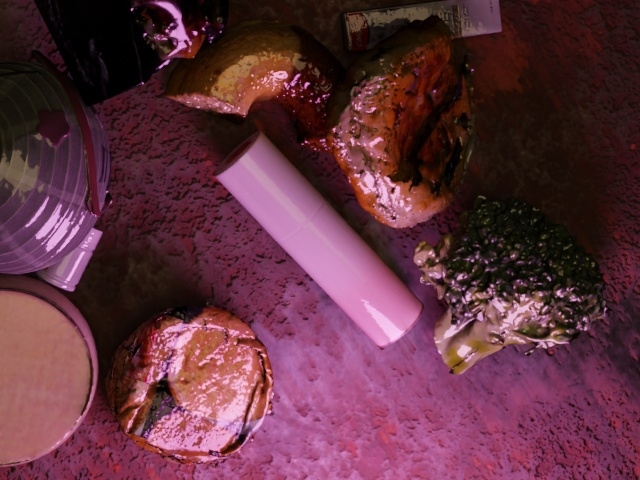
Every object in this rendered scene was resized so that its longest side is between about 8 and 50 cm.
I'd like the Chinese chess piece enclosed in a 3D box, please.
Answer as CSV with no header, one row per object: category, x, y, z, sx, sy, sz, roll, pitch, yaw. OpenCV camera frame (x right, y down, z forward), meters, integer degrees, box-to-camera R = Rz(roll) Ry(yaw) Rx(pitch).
Chinese chess piece,-0.408,0.165,1.887,0.249,0.103,0.250,-2,97,-14

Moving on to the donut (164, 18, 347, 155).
donut,-0.036,-0.204,1.933,0.295,0.112,0.151,19,94,-16

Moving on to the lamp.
lamp,-0.368,-0.093,1.812,0.233,0.233,0.265,-14,81,-12

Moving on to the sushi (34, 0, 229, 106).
sushi,-0.200,-0.319,1.789,0.227,0.212,0.215,-40,107,-53

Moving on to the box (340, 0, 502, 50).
box,0.136,-0.295,2.001,0.218,0.039,0.055,-10,99,-12

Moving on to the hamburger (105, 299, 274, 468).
hamburger,-0.169,0.186,1.947,0.231,0.107,0.231,-1,94,-17

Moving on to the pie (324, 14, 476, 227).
pie,0.121,-0.147,1.923,0.308,0.085,0.308,-21,116,-52

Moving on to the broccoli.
broccoli,0.247,0.065,2.010,0.288,0.248,0.245,38,123,-24

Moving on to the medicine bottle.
medicine bottle,-0.325,0.016,1.914,0.057,0.057,0.089,26,90,-15

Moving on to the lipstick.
lipstick,0.000,0.000,1.974,0.087,0.087,0.327,-45,104,-5
